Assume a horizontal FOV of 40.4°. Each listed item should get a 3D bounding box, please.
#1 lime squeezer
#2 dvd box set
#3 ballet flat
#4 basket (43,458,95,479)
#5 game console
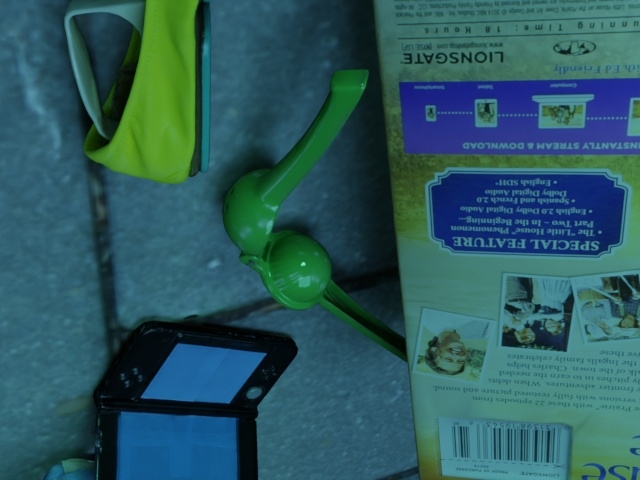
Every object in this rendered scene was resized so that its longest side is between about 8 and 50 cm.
[{"bbox_3d":[0.000,0.000,0.571,0.110,0.058,0.310,-11,143,7],"label":"lime squeezer"},{"bbox_3d":[0.199,0.014,0.504,0.308,0.062,0.420,1,129,14],"label":"dvd box set"},{"bbox_3d":[-0.079,-0.120,0.407,0.077,0.077,0.230,5,133,-12],"label":"ballet flat"},{"bbox_3d":[-0.146,0.332,0.658,0.201,0.289,0.254,4,129,-40],"label":"basket"},{"bbox_3d":[-0.088,0.135,0.649,0.144,0.085,0.124,13,125,-39],"label":"game console"}]
